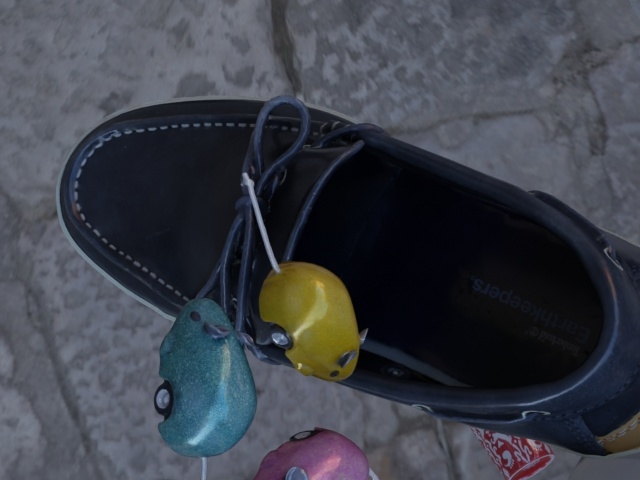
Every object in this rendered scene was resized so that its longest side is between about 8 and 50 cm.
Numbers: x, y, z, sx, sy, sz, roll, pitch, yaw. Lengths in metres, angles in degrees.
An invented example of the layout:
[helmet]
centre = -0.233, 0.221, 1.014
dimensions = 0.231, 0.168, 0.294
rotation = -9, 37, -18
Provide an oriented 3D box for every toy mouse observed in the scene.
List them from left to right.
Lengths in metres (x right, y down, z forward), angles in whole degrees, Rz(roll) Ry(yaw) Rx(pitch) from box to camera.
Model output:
[toy mouse]
centre = -0.018, 0.074, 0.452
dimensions = 0.031, 0.143, 0.161
rotation = -11, 119, 41

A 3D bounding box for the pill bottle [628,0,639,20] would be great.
[pill bottle]
centre = 0.363, -0.223, 0.744
dimensions = 0.301, 0.169, 0.169
rotation = -39, 109, 11

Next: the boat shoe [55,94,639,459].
[boat shoe]
centre = 0.000, 0.000, 0.731
dimensions = 0.500, 0.156, 0.187
rotation = 20, 88, 31

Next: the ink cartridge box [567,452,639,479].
[ink cartridge box]
centre = 0.187, 0.215, 0.582
dimensions = 0.066, 0.296, 0.261
rotation = 47, 67, -10

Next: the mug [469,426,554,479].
[mug]
centre = 0.325, 0.304, 1.866
dimensions = 0.150, 0.169, 0.113
rotation = -28, 151, -4
